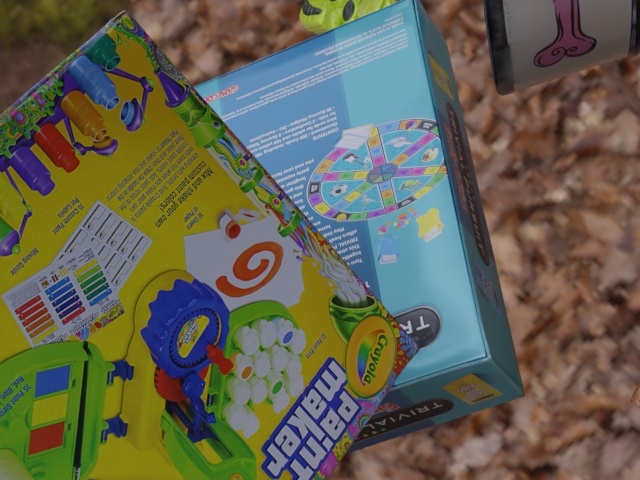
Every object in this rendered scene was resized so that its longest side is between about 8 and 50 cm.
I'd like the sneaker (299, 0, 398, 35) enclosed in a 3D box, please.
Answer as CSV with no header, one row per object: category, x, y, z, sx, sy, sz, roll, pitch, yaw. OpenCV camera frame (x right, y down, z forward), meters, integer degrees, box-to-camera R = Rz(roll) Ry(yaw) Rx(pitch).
sneaker,0.066,-0.224,1.689,0.109,0.123,0.295,-59,22,16

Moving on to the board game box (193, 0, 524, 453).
board game box,0.000,0.000,1.221,0.254,0.079,0.336,-20,56,18

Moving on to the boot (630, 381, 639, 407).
boot,0.394,0.124,1.428,0.152,0.197,0.073,-64,-2,3

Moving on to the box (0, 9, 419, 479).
box,-0.142,0.076,0.898,0.177,0.279,0.290,-31,13,45

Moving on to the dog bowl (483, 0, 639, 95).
dog bowl,0.193,-0.315,1.150,0.150,0.408,0.408,-2,38,9
